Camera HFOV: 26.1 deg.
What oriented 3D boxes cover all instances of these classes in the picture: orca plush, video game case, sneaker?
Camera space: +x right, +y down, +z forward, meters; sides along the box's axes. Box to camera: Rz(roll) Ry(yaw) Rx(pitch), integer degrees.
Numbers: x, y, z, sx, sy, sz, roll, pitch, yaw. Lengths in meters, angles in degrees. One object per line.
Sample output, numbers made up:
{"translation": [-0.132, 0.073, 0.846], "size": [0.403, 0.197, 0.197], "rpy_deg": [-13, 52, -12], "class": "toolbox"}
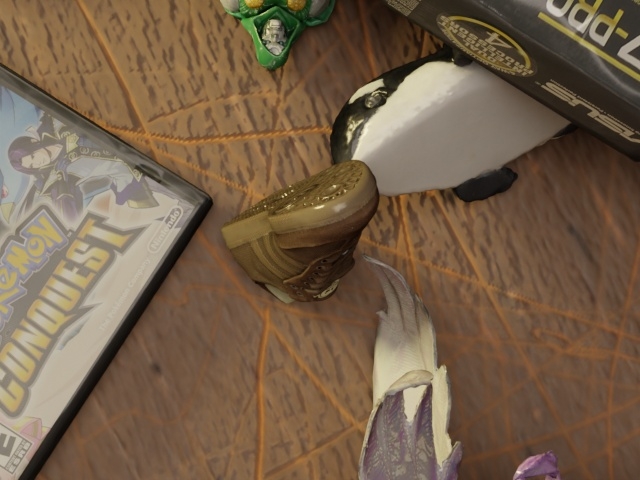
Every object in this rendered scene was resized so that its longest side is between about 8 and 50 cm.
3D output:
{"translation": [0.123, -0.129, 0.903], "size": [0.287, 0.151, 0.102], "rpy_deg": [-34, 53, 0], "class": "orca plush"}
{"translation": [-0.249, 0.021, 0.917], "size": [0.248, 0.035, 0.274], "rpy_deg": [32, 85, 4], "class": "video game case"}
{"translation": [0.000, 0.000, 0.848], "size": [0.066, 0.188, 0.071], "rpy_deg": [-36, 99, -19], "class": "sneaker"}

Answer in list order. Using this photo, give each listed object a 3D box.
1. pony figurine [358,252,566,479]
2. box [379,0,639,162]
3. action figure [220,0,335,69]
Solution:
{"translation": [0.100, 0.212, 0.786], "size": [0.364, 0.303, 0.350], "rpy_deg": [8, 104, 5], "class": "pony figurine"}
{"translation": [0.115, -0.278, 0.781], "size": [0.395, 0.097, 0.318], "rpy_deg": [30, 81, -5], "class": "box"}
{"translation": [-0.028, -0.230, 0.935], "size": [0.137, 0.063, 0.232], "rpy_deg": [1, 87, -3], "class": "action figure"}
